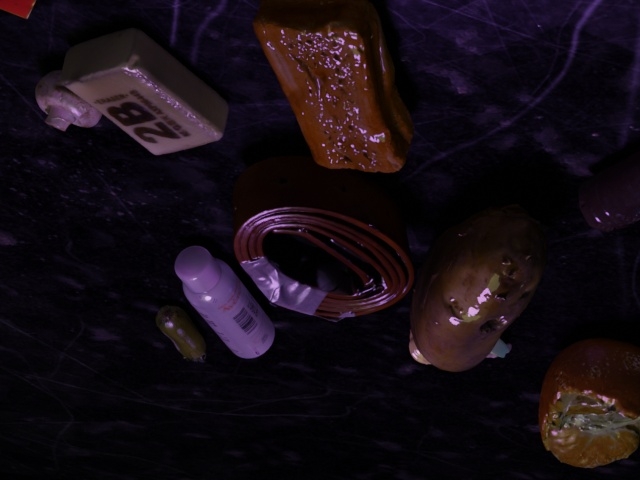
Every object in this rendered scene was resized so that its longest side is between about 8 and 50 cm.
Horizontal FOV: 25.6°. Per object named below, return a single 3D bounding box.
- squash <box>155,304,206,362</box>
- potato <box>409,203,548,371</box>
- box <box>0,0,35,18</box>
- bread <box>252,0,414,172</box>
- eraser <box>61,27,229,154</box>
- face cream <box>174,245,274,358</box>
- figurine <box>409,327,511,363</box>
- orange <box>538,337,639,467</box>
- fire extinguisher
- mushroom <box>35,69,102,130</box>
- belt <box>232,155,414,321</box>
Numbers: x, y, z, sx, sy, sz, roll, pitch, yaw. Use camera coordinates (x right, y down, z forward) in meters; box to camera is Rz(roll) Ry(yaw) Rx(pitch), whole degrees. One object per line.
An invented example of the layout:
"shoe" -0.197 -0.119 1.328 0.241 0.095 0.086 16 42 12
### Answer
"squash" -0.224 0.153 2.306 0.052 0.052 0.183 3 153 17
"potato" 0.195 0.051 1.771 0.141 0.192 0.296 32 152 -1
"box" -0.359 -0.286 1.485 0.133 0.023 0.090 21 155 -18
"bread" 0.015 -0.169 1.511 0.139 0.077 0.271 6 153 20
"eraser" -0.201 -0.168 1.622 0.117 0.058 0.172 -9 148 35
"face cream" -0.146 0.091 2.111 0.082 0.082 0.269 2 154 19
"figurine" 0.208 0.156 2.121 0.187 0.083 0.083 16 156 -33
"orange" 0.416 0.227 2.074 0.179 0.159 0.237 4 151 0
"fire extinguisher" 0.386 -0.075 1.541 0.072 0.089 0.267 40 148 -11
"mushroom" -0.297 -0.162 1.661 0.083 0.067 0.083 23 171 4
"belt" 0.000 0.000 1.784 0.184 0.105 0.261 -32 135 26
